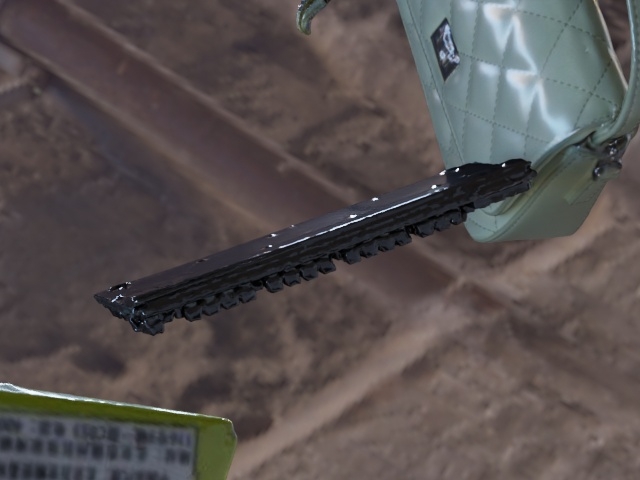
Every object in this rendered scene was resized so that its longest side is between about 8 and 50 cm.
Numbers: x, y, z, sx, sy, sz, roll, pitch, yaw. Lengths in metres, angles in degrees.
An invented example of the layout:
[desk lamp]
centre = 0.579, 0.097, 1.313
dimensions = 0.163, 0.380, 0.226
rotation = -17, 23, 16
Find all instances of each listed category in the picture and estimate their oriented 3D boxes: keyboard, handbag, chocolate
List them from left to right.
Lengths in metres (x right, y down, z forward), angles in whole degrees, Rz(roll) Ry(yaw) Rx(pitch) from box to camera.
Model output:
[chocolate]
centre = -0.262, 0.215, 1.423
dimensions = 0.289, 0.300, 0.137
rotation = -29, 56, 59
[keyboard]
centre = 0.000, 0.001, 0.857
dimensions = 0.231, 0.072, 0.023
rotation = -20, -79, -23
[handbag]
centre = 0.119, -0.140, 0.976
dimensions = 0.079, 0.256, 0.219
rotation = -6, -26, -19

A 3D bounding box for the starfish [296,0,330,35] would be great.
[starfish]
centre = 0.001, -0.276, 1.329
dimensions = 0.053, 0.176, 0.208
rotation = -7, -31, -49
